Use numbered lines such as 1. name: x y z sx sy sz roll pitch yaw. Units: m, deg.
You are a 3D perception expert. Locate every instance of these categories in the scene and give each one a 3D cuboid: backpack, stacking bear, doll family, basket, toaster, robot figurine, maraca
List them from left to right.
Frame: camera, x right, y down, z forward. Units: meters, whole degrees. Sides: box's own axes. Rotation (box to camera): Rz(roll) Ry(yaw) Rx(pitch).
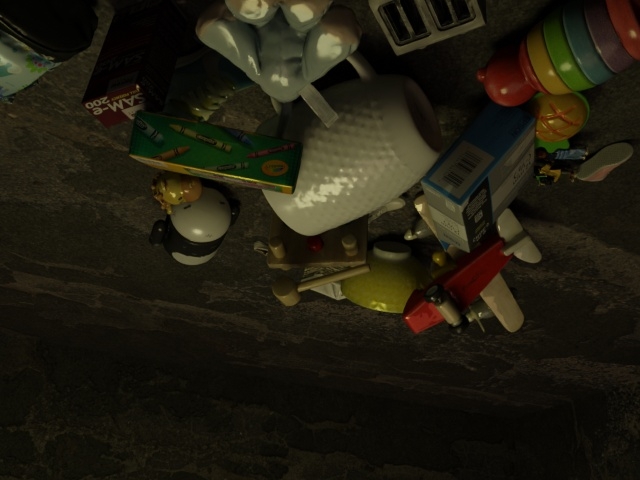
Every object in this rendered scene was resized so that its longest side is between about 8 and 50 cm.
1. backpack: -0.639 -0.376 1.035 0.355 0.273 0.290 3 160 27
2. robot figurine: -0.352 -0.040 1.639 0.173 0.209 0.278 32 146 -5
3. basket: 0.036 0.116 1.924 0.167 0.103 0.113 25 150 -30
4. toaster: 0.176 -0.417 0.969 0.168 0.110 0.185 -13 146 25
5. maraca: 0.489 -0.252 1.229 0.127 0.099 0.186 16 150 12
6. doll family: 0.552 -0.183 1.382 0.111 0.076 0.193 5 146 7
7. stacking bear: 0.428 -0.336 1.046 0.175 0.164 0.289 27 147 -35

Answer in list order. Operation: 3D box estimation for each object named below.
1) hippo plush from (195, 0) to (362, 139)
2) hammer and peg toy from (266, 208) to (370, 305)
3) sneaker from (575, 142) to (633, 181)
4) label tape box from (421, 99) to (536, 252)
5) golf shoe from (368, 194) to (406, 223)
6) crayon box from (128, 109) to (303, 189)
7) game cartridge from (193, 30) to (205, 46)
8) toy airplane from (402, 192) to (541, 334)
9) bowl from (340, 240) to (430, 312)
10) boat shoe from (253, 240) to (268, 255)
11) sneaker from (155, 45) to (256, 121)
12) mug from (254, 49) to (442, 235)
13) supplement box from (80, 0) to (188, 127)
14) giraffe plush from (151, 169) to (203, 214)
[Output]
1. hippo plush: -0.037 -0.368 0.957 0.234 0.237 0.294 -14 139 28
2. hammer and peg toy: 0.000 0.000 1.471 0.266 0.361 0.127 -3 150 10
3. sneaker: 0.680 -0.184 1.388 0.134 0.051 0.070 -33 154 32
4. label tape box: 0.368 -0.113 1.319 0.115 0.249 0.348 37 171 32
5. golf shoe: 0.148 -0.080 1.592 0.176 0.086 0.069 -7 147 15
6. crayon box: -0.174 -0.150 1.031 0.278 0.081 0.165 11 180 -3
7. game cartridge: -0.204 -0.396 1.146 0.083 0.017 0.056 19 151 -25
8. toy airplane: 0.410 0.067 1.638 0.384 0.386 0.272 3 -176 -16
9. bowl: 0.211 0.092 1.782 0.289 0.289 0.156 6 108 -3
10. boat shoe: -0.173 0.034 1.880 0.100 0.035 0.035 27 143 -34
11. sneaker: -0.232 -0.271 1.153 0.319 0.208 0.127 -8 151 31
12. mug: 0.045 -0.230 1.199 0.328 0.276 0.374 -22 111 29
13. supplement box: -0.330 -0.328 1.052 0.130 0.239 0.073 -11 147 23
14. giraffe plush: -0.340 -0.163 1.415 0.210 0.170 0.181 -9 148 22
